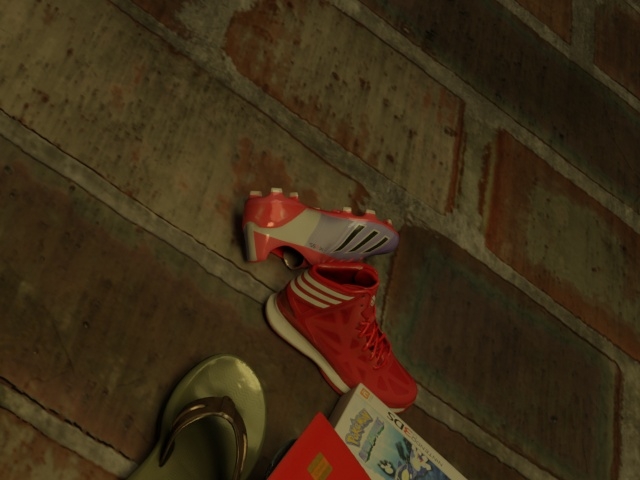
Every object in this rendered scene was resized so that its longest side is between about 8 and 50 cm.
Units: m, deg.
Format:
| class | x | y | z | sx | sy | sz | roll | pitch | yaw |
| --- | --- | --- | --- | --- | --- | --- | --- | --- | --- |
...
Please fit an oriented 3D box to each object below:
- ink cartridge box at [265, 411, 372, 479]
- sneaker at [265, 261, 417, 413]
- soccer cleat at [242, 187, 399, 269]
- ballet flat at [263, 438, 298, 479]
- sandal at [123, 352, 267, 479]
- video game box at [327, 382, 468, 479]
| class | x | y | z | sx | sy | sz | roll | pitch | yaw |
| --- | --- | --- | --- | --- | --- | --- | --- | --- | --- |
| ink cartridge box | 0.022 | 0.353 | 1.509 | 0.261 | 0.066 | 0.296 | 56 | 44 | -15 |
| sneaker | 0.052 | 0.112 | 1.787 | 0.221 | 0.128 | 0.087 | 35 | 39 | -17 |
| soccer cleat | 0.000 | 0.000 | 1.893 | 0.248 | 0.083 | 0.095 | 15 | 77 | -43 |
| ballet flat | -0.048 | 0.293 | 1.570 | 0.070 | 0.070 | 0.188 | 33 | 48 | -20 |
| sandal | -0.120 | 0.225 | 1.546 | 0.120 | 0.086 | 0.303 | 41 | 37 | -9 |
| video game box | 0.068 | 0.288 | 1.715 | 0.187 | 0.048 | 0.205 | 41 | 37 | -6 |
